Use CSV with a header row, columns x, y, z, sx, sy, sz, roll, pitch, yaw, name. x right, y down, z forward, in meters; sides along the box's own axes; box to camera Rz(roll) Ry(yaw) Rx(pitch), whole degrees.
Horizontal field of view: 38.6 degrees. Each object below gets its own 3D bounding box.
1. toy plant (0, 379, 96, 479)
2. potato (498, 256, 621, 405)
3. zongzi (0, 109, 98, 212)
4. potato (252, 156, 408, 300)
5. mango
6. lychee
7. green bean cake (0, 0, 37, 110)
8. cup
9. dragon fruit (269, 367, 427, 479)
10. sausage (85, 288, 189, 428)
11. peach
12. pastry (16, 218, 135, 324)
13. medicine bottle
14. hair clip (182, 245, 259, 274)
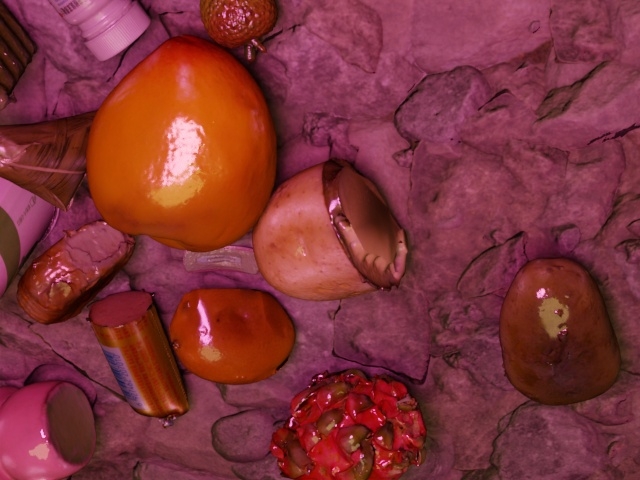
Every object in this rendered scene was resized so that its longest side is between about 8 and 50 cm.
x,y,z,sx,sy,sz,roll,pitch,yaw,name
-0.625,0.380,1.725,0.356,0.211,0.317,-10,164,19,toy plant
0.417,0.162,1.622,0.210,0.173,0.308,-12,120,10,potato
-0.409,-0.167,1.395,0.204,0.094,0.205,-49,150,3,zongzi
0.000,0.000,1.493,0.242,0.243,0.285,-30,161,18,potato
-0.155,0.177,1.649,0.235,0.167,0.136,2,169,-25,mango
-0.120,-0.335,1.341,0.114,0.114,0.147,-24,100,15,lychee
-0.561,-0.236,1.321,0.246,0.250,0.156,-28,119,17,green bean cake
-0.569,-0.010,1.451,0.253,0.274,0.253,0,123,0,cup
0.054,0.370,1.724,0.302,0.231,0.237,-9,129,24,dragon fruit
-0.321,0.237,1.707,0.125,0.117,0.318,-17,124,-3,sausage
-0.196,-0.139,1.378,0.288,0.289,0.308,21,90,-13,peach
-0.407,0.052,1.521,0.218,0.229,0.100,-41,87,12,pastry
-0.337,-0.356,1.330,0.105,0.105,0.168,-30,118,18,medicine bottle
-0.176,0.036,1.629,0.137,0.022,0.054,0,122,0,hair clip
